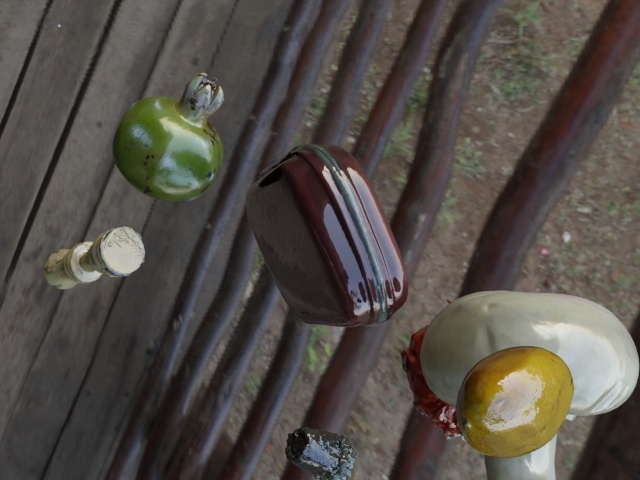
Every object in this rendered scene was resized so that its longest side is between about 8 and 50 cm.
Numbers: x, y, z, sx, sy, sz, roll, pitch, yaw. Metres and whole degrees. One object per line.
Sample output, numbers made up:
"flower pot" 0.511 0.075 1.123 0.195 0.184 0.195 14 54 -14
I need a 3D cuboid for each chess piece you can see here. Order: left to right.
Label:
"chess piece" -0.277 0.025 1.122 0.060 0.172 0.060 11 74 -41

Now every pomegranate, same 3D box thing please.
"pomegranate" -0.241 -0.168 1.508 0.179 0.179 0.210 1 108 -16

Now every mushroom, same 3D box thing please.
"mushroom" 0.297 0.192 1.386 0.315 0.356 0.315 8 123 13

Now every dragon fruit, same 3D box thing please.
"dragon fruit" 0.277 0.251 1.800 0.241 0.252 0.241 -37 151 -25

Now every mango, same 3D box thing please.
"mango" 0.219 0.188 1.097 0.147 0.109 0.227 -46 154 16

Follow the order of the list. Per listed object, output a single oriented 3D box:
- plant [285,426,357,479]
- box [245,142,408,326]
"plant" 0.005 0.402 1.788 0.143 0.094 0.092 34 132 -30
"box" 0.000 0.000 1.331 0.108 0.404 0.263 -24 93 -14
